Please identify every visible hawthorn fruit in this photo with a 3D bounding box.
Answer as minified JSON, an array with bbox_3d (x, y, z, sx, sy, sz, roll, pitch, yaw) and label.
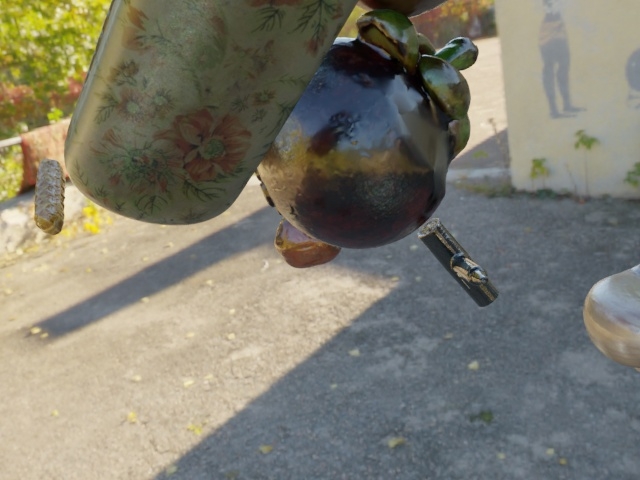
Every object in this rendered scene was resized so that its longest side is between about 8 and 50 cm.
[{"bbox_3d":[-0.018,0.005,1.486,0.189,0.149,0.149,33,40,27],"label":"hawthorn fruit"}]

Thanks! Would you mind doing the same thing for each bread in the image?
[{"bbox_3d":[-0.455,-0.076,1.137,0.044,0.052,0.157,-17,51,0],"label":"bread"}]

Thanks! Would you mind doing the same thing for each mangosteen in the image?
[{"bbox_3d":[0.055,-0.139,0.908,0.311,0.311,0.311,-9,19,3],"label":"mangosteen"}]

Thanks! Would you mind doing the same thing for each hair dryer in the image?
[{"bbox_3d":[0.241,0.059,1.049,0.050,0.173,0.195,-43,18,5],"label":"hair dryer"}]

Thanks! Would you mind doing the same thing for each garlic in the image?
[{"bbox_3d":[0.650,0.119,1.323,0.231,0.246,0.340,31,54,1],"label":"garlic"}]

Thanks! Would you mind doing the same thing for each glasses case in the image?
[{"bbox_3d":[-0.069,-0.170,0.499,0.156,0.425,0.098,16,41,-26],"label":"glasses case"}]

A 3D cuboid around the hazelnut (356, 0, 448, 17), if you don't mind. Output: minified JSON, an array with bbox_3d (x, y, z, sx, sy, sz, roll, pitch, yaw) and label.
[{"bbox_3d":[0.132,-0.483,0.815,0.409,0.359,0.359,-43,10,19],"label":"hazelnut"}]
